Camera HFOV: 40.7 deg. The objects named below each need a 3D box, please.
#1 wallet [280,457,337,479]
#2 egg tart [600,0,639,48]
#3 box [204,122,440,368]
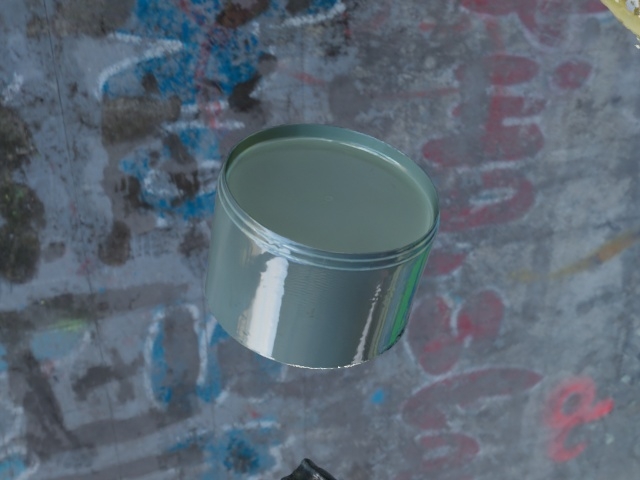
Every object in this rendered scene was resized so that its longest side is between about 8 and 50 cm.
[{"bbox_3d":[0.050,0.339,0.843,0.052,0.245,0.169,-25,127,-33],"label":"wallet"},{"bbox_3d":[0.293,-0.219,0.663,0.132,0.297,0.297,-39,127,-10],"label":"egg tart"},{"bbox_3d":[0.000,0.000,0.893,0.226,0.226,0.149,-4,131,-21],"label":"box"}]
